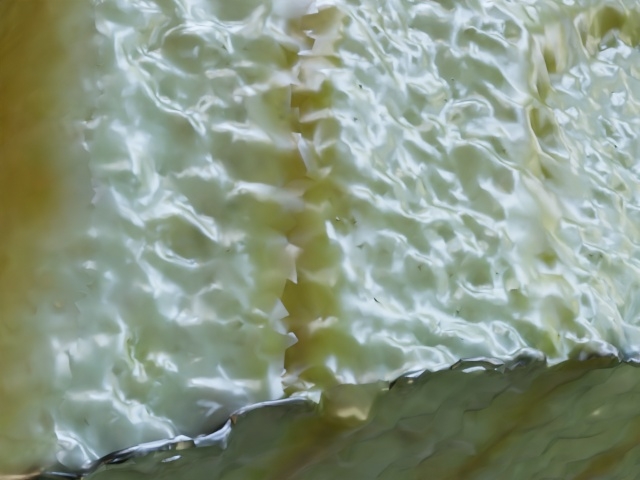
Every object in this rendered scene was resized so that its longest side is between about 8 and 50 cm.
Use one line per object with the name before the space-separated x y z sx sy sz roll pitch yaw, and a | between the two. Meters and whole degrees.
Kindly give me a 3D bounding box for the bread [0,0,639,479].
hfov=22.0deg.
bread | -0.007 -0.004 0.558 0.395 0.239 0.264 3 55 -44
